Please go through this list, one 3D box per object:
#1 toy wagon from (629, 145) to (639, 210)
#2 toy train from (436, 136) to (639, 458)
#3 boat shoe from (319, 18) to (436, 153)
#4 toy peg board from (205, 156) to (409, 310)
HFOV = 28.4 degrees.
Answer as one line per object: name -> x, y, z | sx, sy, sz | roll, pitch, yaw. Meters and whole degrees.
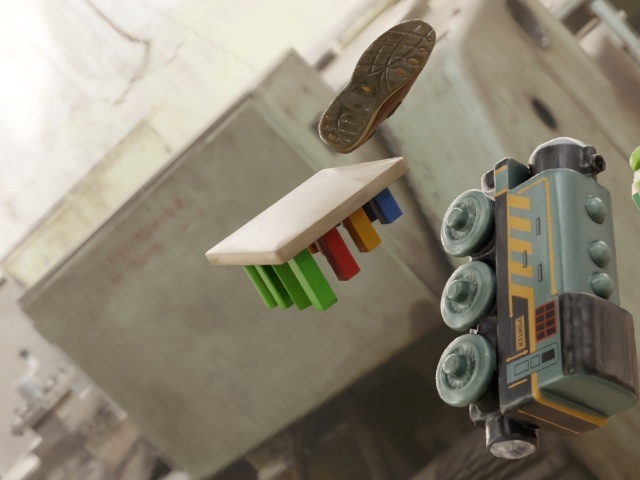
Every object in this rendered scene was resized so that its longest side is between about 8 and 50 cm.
toy wagon -> 0.485, -0.012, 1.644 | 0.068, 0.344, 0.267 | -38, 47, 20
toy train -> 0.223, 0.052, 1.287 | 0.190, 0.142, 0.334 | -31, 44, 43
boat shoe -> 0.066, -0.173, 1.436 | 0.178, 0.064, 0.060 | -52, -16, 0
toy peg board -> 0.000, 0.000, 1.216 | 0.161, 0.079, 0.161 | -37, 16, -24
